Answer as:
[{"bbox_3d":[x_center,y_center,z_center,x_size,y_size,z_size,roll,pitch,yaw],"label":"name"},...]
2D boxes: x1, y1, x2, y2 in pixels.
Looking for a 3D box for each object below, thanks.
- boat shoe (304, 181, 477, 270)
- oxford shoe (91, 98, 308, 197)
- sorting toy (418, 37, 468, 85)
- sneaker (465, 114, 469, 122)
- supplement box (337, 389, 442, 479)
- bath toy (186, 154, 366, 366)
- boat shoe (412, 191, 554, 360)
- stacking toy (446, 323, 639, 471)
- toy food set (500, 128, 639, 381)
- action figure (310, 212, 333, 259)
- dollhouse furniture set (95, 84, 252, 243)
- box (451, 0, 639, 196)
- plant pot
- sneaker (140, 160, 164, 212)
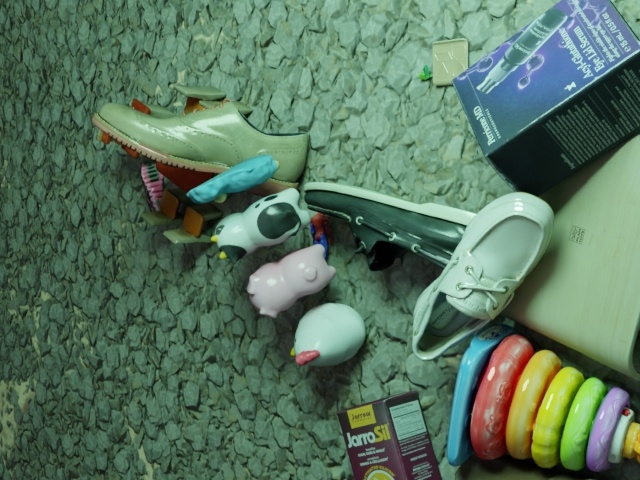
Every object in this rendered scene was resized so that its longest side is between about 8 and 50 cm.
[{"bbox_3d":[0.104,-0.007,1.282,0.340,0.127,0.113,14,91,32],"label":"boat shoe"},{"bbox_3d":[-0.188,-0.174,1.454,0.123,0.348,0.130,-111,39,-74],"label":"oxford shoe"},{"bbox_3d":[0.173,-0.250,1.273,0.083,0.012,0.062,2,100,40],"label":"sorting toy"},{"bbox_3d":[0.257,-0.174,1.179,0.134,0.051,0.070,-40,74,36],"label":"sneaker"},{"bbox_3d":[0.108,0.329,1.335,0.104,0.081,0.188,-25,76,42],"label":"supplement box"},{"bbox_3d":[-0.065,0.049,1.376,0.151,0.129,0.348,-25,97,44],"label":"bath toy"},{"bbox_3d":[0.195,0.058,1.112,0.098,0.096,0.277,28,133,-1],"label":"boat shoe"},{"bbox_3d":[0.317,0.224,1.101,0.302,0.175,0.166,16,107,30],"label":"stacking toy"},{"bbox_3d":[0.341,-0.007,1.100,0.220,0.092,0.306,27,110,51],"label":"toy food set"},{"bbox_3d":[0.000,0.000,1.446,0.038,0.030,0.115,0,89,38],"label":"action figure"},{"bbox_3d":[-0.273,-0.156,1.615,0.259,0.135,0.262,35,116,36],"label":"dollhouse furniture set"},{"bbox_3d":[0.278,-0.172,1.048,0.207,0.108,0.153,-35,42,20],"label":"box"},{"bbox_3d":[0.258,0.355,1.151,0.165,0.167,0.167,15,104,49],"label":"plant pot"},{"bbox_3d":[-0.324,-0.095,1.736,0.057,0.047,0.119,-36,68,51],"label":"sneaker"}]
